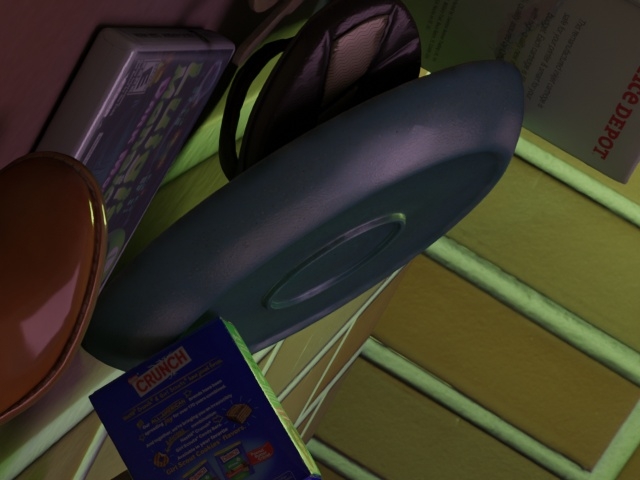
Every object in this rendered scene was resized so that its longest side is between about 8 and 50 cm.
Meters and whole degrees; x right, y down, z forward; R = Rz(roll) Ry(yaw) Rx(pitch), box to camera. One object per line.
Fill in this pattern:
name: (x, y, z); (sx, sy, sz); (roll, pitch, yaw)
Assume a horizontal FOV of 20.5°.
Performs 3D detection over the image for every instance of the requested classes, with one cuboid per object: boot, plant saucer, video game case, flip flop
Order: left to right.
boot: (-0.152, 0.039, 0.650); (0.197, 0.073, 0.152); (-60, 169, -8)
video game case: (-0.114, -0.017, 0.860); (0.190, 0.022, 0.173); (-60, 173, 12)
flip flop: (-0.017, -0.073, 1.059); (0.112, 0.080, 0.277); (-29, 167, -17)
plant saucer: (0.000, 0.000, 1.092); (0.317, 0.043, 0.317); (-30, 168, -7)

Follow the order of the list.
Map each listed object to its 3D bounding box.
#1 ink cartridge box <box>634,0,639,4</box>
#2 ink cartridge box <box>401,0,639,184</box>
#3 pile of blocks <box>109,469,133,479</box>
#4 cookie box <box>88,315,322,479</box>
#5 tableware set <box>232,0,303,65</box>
ink cartridge box: (0.202, -0.246, 1.006); (0.207, 0.283, 0.117); (-54, 171, -31)
ink cartridge box: (0.155, -0.188, 1.135); (0.168, 0.233, 0.171); (-55, 172, -28)
pile of blocks: (-0.214, 0.251, 1.084); (0.362, 0.149, 0.112); (-52, -141, 23)
cookie box: (-0.066, 0.112, 1.015); (0.092, 0.107, 0.040); (-31, 167, 1)
tableware set: (0.003, -0.186, 0.891); (0.194, 0.039, 0.128); (-52, 172, -43)
